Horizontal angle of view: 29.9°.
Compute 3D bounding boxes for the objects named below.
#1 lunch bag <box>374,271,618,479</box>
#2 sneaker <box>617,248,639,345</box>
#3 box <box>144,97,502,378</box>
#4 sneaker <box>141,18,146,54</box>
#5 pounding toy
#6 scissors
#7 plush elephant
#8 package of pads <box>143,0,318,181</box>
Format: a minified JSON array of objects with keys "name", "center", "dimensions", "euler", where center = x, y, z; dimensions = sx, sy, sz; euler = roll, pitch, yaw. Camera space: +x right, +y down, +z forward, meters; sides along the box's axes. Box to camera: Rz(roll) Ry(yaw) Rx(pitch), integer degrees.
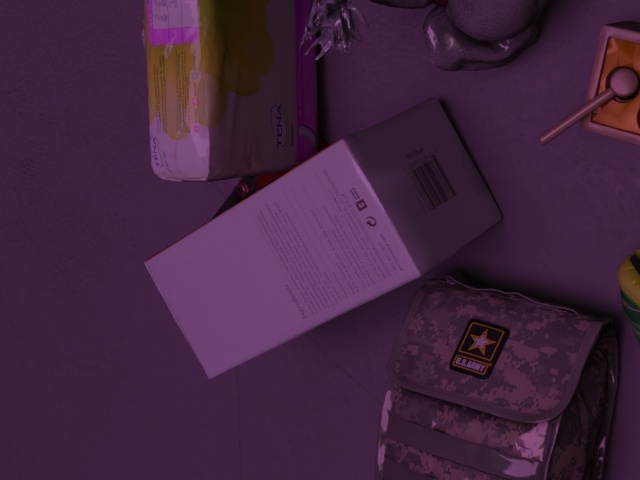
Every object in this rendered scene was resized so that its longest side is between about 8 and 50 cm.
[{"name":"lunch bag","center":[0.198,0.193,1.358],"dimensions":[0.235,0.169,0.287],"euler":[13,102,37]},{"name":"sneaker","center":[0.412,0.130,1.210],"dimensions":[0.295,0.109,0.123],"euler":[56,167,32]},{"name":"box","center":[0.000,0.000,1.409],"dimensions":[0.345,0.215,0.168],"euler":[-29,90,37]},{"name":"sneaker","center":[-0.181,-0.285,1.548],"dimensions":[0.129,0.111,0.297],"euler":[19,112,38]},{"name":"pounding toy","center":[0.316,-0.149,1.218],"dimensions":[0.141,0.100,0.130],"euler":[20,113,31]},{"name":"scissors","center":[-0.095,-0.087,1.591],"dimensions":[0.297,0.021,0.109],"euler":[-28,87,39]},{"name":"plush elephant","center":[0.139,-0.312,1.233],"dimensions":[0.272,0.255,0.330],"euler":[134,151,-74]},{"name":"package of pads","center":[-0.102,-0.221,1.411],"dimensions":[0.101,0.229,0.297],"euler":[4,99,35]}]
